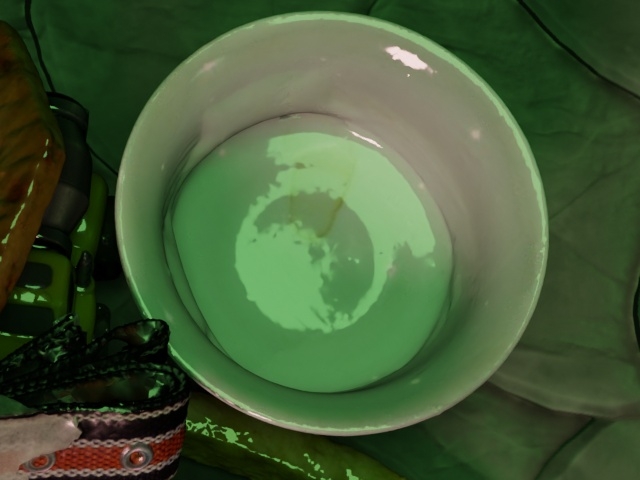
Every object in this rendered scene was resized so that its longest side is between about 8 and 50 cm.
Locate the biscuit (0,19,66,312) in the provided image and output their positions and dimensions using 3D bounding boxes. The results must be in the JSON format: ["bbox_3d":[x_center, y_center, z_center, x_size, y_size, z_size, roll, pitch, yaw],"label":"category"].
[{"bbox_3d":[-0.350,-0.027,1.337,0.359,0.046,0.359,-12,58,21],"label":"biscuit"}]

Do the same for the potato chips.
[{"bbox_3d":[-0.009,0.201,1.426,0.407,0.057,0.080,26,66,-3],"label":"potato chips"}]

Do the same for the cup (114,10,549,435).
[{"bbox_3d":[0.000,0.000,1.427,0.347,0.163,0.347,3,75,-9],"label":"cup"}]

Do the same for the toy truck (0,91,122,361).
[{"bbox_3d":[-0.226,0.006,1.364,0.147,0.165,0.224,8,52,-9],"label":"toy truck"}]

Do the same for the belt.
[{"bbox_3d":[-0.253,0.143,1.195,0.359,0.094,0.126,-16,41,-34],"label":"belt"}]
